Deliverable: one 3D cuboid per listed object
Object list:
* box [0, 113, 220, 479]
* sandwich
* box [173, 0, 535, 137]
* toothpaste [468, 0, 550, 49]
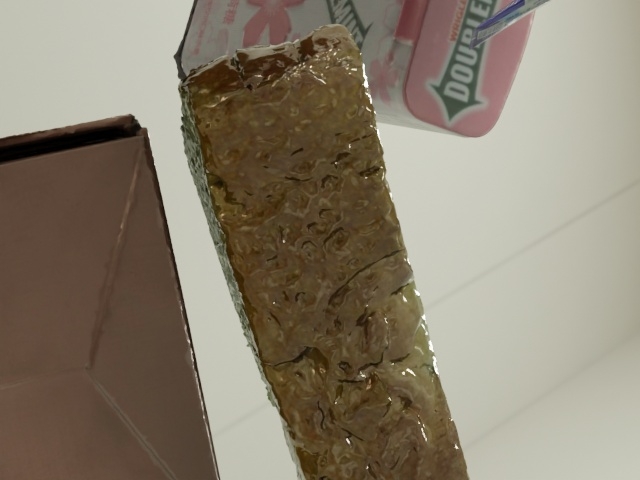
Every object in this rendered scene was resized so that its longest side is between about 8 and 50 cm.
[{"bbox_3d":[-0.162,0.065,0.874,0.086,0.215,0.215,-175,-107,-75],"label":"box"},{"bbox_3d":[-0.005,0.001,0.972,0.254,0.100,0.288,-103,176,-62],"label":"sandwich"},{"bbox_3d":[0.023,-0.197,1.591,0.370,0.112,0.190,17,-91,57],"label":"box"},{"bbox_3d":[0.134,-0.157,1.286,0.015,0.083,0.024,48,-20,20],"label":"toothpaste"}]
